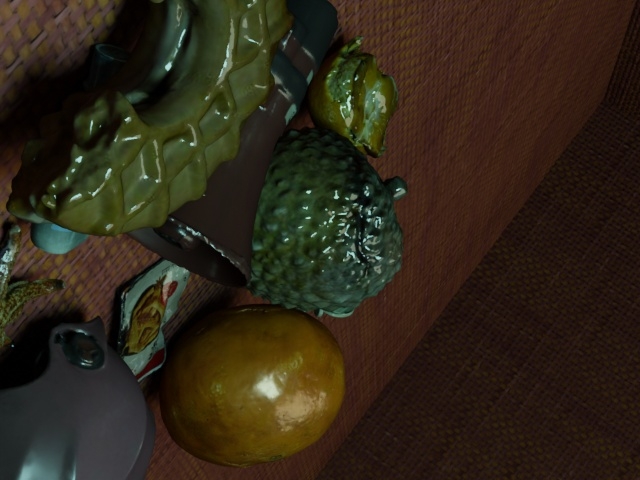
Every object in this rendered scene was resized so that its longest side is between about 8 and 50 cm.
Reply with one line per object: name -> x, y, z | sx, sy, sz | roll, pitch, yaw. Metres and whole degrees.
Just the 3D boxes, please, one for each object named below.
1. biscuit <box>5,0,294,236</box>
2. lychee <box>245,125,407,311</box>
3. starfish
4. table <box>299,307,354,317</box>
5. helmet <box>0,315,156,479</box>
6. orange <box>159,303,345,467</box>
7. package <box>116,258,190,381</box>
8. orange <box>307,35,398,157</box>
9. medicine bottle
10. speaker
biscuit -> -0.136, -0.179, 1.072 | 0.268, 0.115, 0.366 | -8, 122, -60
lychee -> -0.014, -0.023, 1.591 | 0.274, 0.255, 0.255 | -21, 163, 3
starfish -> -0.342, 0.083, 1.208 | 0.213, 0.057, 0.238 | -63, 165, -2
table -> 0.000, 0.000, 1.875 | 0.166, 0.166, 0.198 | -36, 148, -49
helmet -> -0.294, 0.249, 1.362 | 0.271, 0.197, 0.338 | -57, 171, 31
orange -> -0.098, 0.217, 1.797 | 0.283, 0.226, 0.284 | -15, 162, -5
package -> -0.237, 0.122, 1.632 | 0.154, 0.030, 0.239 | -40, 157, -48
orange -> 0.039, -0.192, 1.665 | 0.160, 0.112, 0.170 | -31, 111, -57
medicine bottle -> -0.229, -0.089, 1.184 | 0.208, 0.053, 0.090 | -68, 171, 23
speaker -> -0.083, -0.106, 1.379 | 0.329, 0.198, 0.259 | -59, 153, -21
